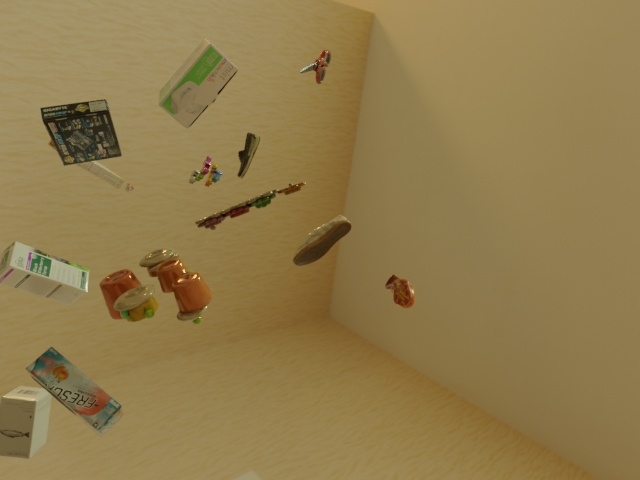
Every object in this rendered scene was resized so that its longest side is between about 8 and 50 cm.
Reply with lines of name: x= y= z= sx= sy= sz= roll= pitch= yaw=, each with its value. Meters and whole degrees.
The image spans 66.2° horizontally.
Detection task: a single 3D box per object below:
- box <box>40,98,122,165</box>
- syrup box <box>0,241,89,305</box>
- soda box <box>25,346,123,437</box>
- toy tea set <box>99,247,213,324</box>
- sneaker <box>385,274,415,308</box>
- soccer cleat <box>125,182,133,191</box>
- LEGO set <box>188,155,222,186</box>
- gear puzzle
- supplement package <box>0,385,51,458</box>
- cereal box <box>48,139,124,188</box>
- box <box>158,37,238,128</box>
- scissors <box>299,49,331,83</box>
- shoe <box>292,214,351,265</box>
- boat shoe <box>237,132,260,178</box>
box: x=-0.703 y=-0.317 z=1.462 sx=0.220 sy=0.175 sz=0.051 roll=112 pitch=-39 yaw=-62
syrup box: x=-0.837 y=0.104 z=1.485 sx=0.096 sy=0.237 sz=0.093 roll=-34 pitch=-131 yaw=21
soda box: x=-0.457 y=0.283 z=0.918 sx=0.183 sy=0.058 sz=0.063 roll=35 pitch=-36 yaw=9
toy tea set: x=-0.353 y=0.129 z=1.075 sx=0.336 sy=0.200 sz=0.124 roll=19 pitch=-48 yaw=54
sneaker: x=0.217 y=0.131 z=1.243 sx=0.064 sy=0.067 sz=0.175 roll=-58 pitch=-172 yaw=10
soccer cleat: x=-0.877 y=-0.240 z=2.244 sx=0.029 sy=0.036 sz=0.083 roll=49 pitch=-15 yaw=-7
LEGO set: x=-0.451 y=-0.282 z=1.980 sx=0.227 sy=0.087 sz=0.093 roll=-10 pitch=-118 yaw=59
gear puzzle: x=-0.200 y=-0.104 z=1.475 sx=0.175 sy=0.339 sz=0.044 roll=-110 pitch=178 yaw=-84
supplement package: x=-0.901 y=0.550 z=1.493 sx=0.105 sy=0.105 sz=0.179 roll=-149 pitch=-114 yaw=-84
cereal box: x=-0.888 y=-0.294 z=1.866 sx=0.173 sy=0.240 sz=0.047 roll=32 pitch=-94 yaw=29
box: x=-0.417 y=-0.535 z=1.663 sx=0.262 sy=0.127 sz=0.231 roll=-46 pitch=-151 yaw=9
scissors: x=-0.015 y=-0.546 z=1.503 sx=0.021 sy=0.297 sz=0.109 roll=23 pitch=-75 yaw=8
shoe: x=0.000 y=0.000 z=1.542 sx=0.219 sy=0.076 sz=0.058 roll=-37 pitch=-133 yaw=5
boat shoe: x=-0.238 y=-0.270 z=1.558 sx=0.152 sy=0.049 sz=0.056 roll=-70 pitch=-166 yaw=-13
